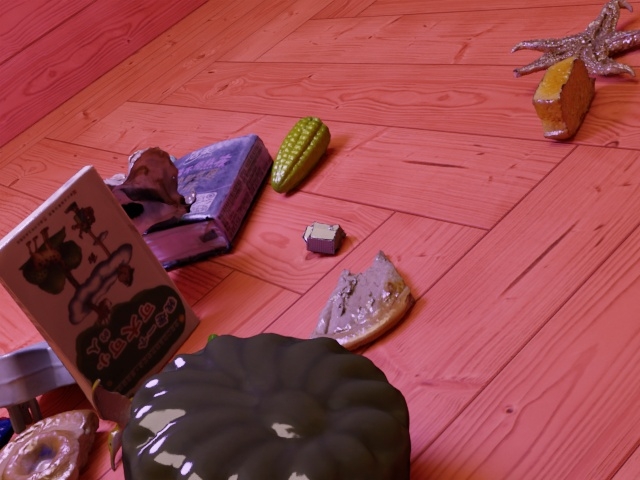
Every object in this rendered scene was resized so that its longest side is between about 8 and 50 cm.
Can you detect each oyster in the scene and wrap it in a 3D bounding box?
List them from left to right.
[{"bbox_3d":[-0.359,-0.072,1.882,0.238,0.115,0.351,-27,-6,3],"label":"oyster"}]

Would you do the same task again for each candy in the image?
[{"bbox_3d":[-0.052,-0.183,2.150,0.097,0.097,0.209,-5,42,40],"label":"candy"}]

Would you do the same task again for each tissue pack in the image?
[{"bbox_3d":[-0.270,-0.090,2.175,0.259,0.122,0.361,-15,29,23],"label":"tissue pack"}]

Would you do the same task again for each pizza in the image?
[{"bbox_3d":[0.074,0.091,1.617,0.181,0.034,0.262,-18,29,22],"label":"pizza"}]

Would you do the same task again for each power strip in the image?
[{"bbox_3d":[-0.492,0.250,1.770,0.229,0.141,0.261,-15,2,25],"label":"power strip"}]

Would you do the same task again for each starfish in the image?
[{"bbox_3d":[0.528,-0.379,1.949,0.302,0.060,0.299,-10,39,24],"label":"starfish"}]

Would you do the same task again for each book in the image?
[{"bbox_3d":[-0.384,0.092,1.691,0.043,0.371,0.260,-1,39,45],"label":"book"}]

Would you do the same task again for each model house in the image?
[{"bbox_3d":[0.000,0.000,1.834,0.083,0.057,0.058,7,68,23],"label":"model house"}]

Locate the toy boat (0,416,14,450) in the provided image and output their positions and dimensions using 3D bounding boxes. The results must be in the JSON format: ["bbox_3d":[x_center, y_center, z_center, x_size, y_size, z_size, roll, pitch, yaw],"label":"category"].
[{"bbox_3d":[-0.660,0.385,1.820,0.219,0.072,0.318,-33,17,0],"label":"toy boat"}]

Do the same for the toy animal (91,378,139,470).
[{"bbox_3d":[-0.304,0.294,1.586,0.095,0.219,0.155,-6,69,9],"label":"toy animal"}]

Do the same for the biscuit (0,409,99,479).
[{"bbox_3d":[-0.468,0.388,1.577,0.213,0.091,0.274,-24,30,7],"label":"biscuit"}]

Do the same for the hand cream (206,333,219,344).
[{"bbox_3d":[-0.190,0.209,1.687,0.036,0.023,0.122,-19,32,12],"label":"hand cream"}]

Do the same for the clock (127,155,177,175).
[{"bbox_3d":[-0.411,-0.161,2.490,0.188,0.060,0.148,-24,27,10],"label":"clock"}]

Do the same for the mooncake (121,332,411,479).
[{"bbox_3d":[-0.063,0.261,1.181,0.356,0.194,0.356,-3,27,1],"label":"mooncake"}]

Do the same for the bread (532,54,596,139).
[{"bbox_3d":[0.449,-0.264,1.784,0.065,0.103,0.187,-6,40,42],"label":"bread"}]
